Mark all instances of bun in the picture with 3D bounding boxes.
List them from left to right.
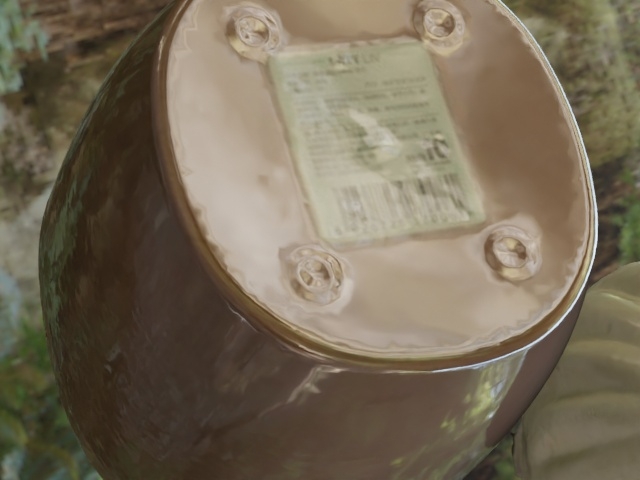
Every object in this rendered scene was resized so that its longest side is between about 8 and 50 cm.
[{"bbox_3d":[0.268,0.117,0.896,0.263,0.263,0.175,63,-14,8],"label":"bun"}]

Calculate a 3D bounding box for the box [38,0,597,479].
[{"bbox_3d":[0.000,0.000,0.765,0.301,0.301,0.216,60,-27,13],"label":"box"}]
